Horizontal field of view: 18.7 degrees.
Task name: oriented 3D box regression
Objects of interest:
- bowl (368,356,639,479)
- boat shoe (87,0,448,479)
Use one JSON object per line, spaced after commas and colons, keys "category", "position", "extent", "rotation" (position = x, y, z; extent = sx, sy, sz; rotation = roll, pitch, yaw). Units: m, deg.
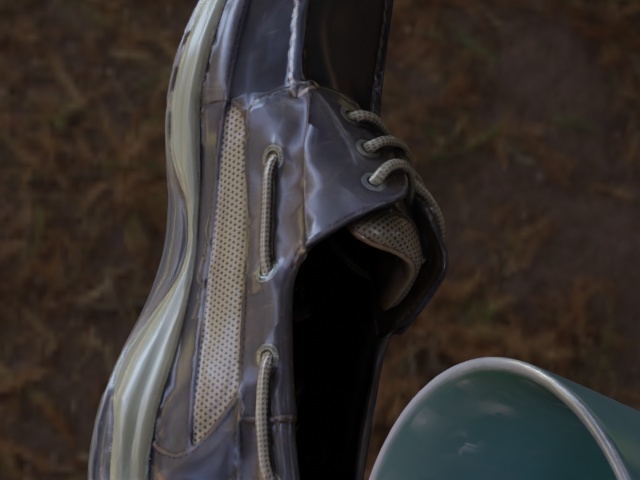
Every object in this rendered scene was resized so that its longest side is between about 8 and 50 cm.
{"category": "bowl", "position": [0.157, 0.223, 1.100], "extent": [0.163, 0.311, 0.311], "rotation": [4, 43, -29]}
{"category": "boat shoe", "position": [0.000, 0.000, 0.935], "extent": [0.130, 0.132, 0.355], "rotation": [1, 72, 31]}
